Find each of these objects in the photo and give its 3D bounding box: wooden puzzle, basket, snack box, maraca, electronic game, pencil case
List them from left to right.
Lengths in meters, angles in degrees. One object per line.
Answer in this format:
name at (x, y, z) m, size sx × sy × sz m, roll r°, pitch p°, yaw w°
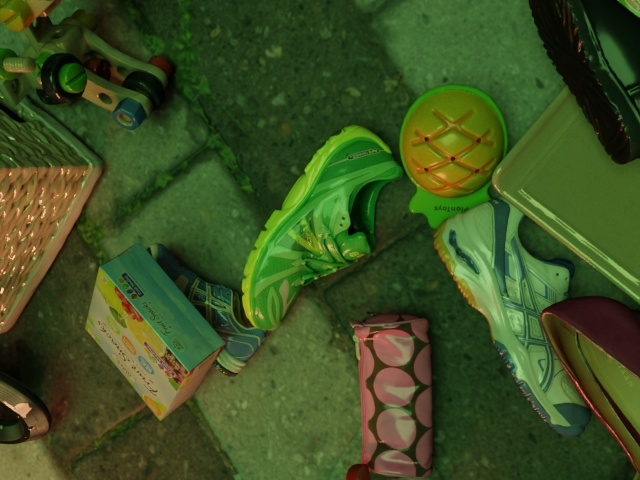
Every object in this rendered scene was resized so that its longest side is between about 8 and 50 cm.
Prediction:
basket at (-0.550, -0.062, 1.158) m, size 0.328 × 0.266 × 0.331 m, roll 37°, pitch 107°, yaw 11°
electronic game at (-0.499, 0.228, 1.215) m, size 0.229 × 0.048 × 0.229 m, roll 11°, pitch 142°, yaw 9°
snack box at (-0.224, 0.126, 1.109) m, size 0.174 × 0.070 × 0.207 m, roll 48°, pitch 148°, yaw 9°
pencil case at (0.090, 0.195, 1.059) m, size 0.098 × 0.095 × 0.210 m, roll -4°, pitch 93°, yaw -15°
maraca at (0.158, -0.097, 1.009) m, size 0.127 × 0.099 × 0.186 m, roll 3°, pitch 119°, yaw 11°
wooden puzzle at (0.349, -0.074, 0.954) m, size 0.238 × 0.044 × 0.221 m, roll 40°, pitch 88°, yaw 8°

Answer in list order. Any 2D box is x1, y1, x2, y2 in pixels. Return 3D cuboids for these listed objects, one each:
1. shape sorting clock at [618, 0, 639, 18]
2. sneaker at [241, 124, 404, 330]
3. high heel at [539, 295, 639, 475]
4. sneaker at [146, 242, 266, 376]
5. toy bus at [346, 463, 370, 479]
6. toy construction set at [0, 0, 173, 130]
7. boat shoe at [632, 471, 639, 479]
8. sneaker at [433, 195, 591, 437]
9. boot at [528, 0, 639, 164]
shape sorting clock at (0.359, -0.336, 0.946) m, size 0.206 × 0.040 × 0.206 m, roll 3°, pitch 101°, yaw 15°
sneaker at (0.000, 0.000, 1.060) m, size 0.123 × 0.109 × 0.296 m, roll 36°, pitch 104°, yaw 16°
high heel at (0.344, 0.227, 0.848) m, size 0.127 × 0.181 × 0.377 m, roll -54°, pitch 42°, yaw 38°
sneaker at (-0.158, 0.082, 1.146) m, size 0.081 × 0.080 × 0.211 m, roll -40°, pitch 85°, yaw 0°
toy bus at (0.081, 0.376, 1.060) m, size 0.202 × 0.104 × 0.191 m, roll 63°, pitch 145°, yaw 36°
toy construction set at (-0.340, -0.304, 1.108) m, size 0.237 × 0.257 × 0.309 m, roll 6°, pitch 76°, yaw 30°
boat shoe at (0.347, 0.364, 0.958) m, size 0.103 × 0.113 × 0.302 m, roll 34°, pitch 78°, yaw 34°
sneaker at (0.255, 0.085, 0.985) m, size 0.131 × 0.112 × 0.297 m, roll -30°, pitch 91°, yaw 6°
boot at (0.361, -0.224, 0.904) m, size 0.207 × 0.094 × 0.247 m, roll -25°, pitch 82°, yaw -6°
